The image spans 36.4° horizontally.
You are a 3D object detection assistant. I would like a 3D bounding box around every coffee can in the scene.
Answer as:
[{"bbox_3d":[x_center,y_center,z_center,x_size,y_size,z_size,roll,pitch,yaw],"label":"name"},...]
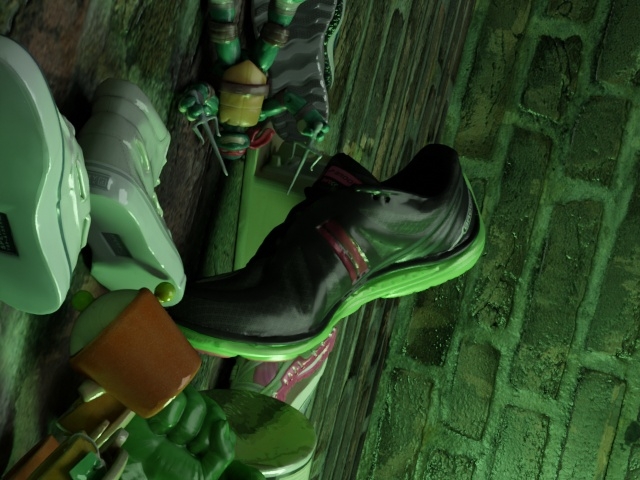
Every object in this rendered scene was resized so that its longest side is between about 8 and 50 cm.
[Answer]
[{"bbox_3d":[-0.124,0.361,1.265,0.201,0.201,0.275,-43,145,-68],"label":"coffee can"}]

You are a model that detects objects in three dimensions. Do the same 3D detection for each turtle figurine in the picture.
[{"bbox_3d":[-0.084,-0.165,1.072,0.175,0.118,0.234,-8,117,-32],"label":"turtle figurine"}]

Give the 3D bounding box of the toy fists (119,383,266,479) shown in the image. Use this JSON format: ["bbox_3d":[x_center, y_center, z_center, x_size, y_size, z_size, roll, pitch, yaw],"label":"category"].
[{"bbox_3d":[-0.131,0.268,1.053,0.142,0.096,0.279,-43,113,-32],"label":"toy fists"}]

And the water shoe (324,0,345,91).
[{"bbox_3d":[-0.010,-0.305,1.381,0.080,0.072,0.203,-95,-170,-49],"label":"water shoe"}]

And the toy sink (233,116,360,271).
[{"bbox_3d":[-0.028,-0.055,1.388,0.153,0.131,0.234,-51,152,-64],"label":"toy sink"}]

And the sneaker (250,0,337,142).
[{"bbox_3d":[-0.044,-0.269,1.236,0.115,0.105,0.281,-110,-160,-54],"label":"sneaker"}]

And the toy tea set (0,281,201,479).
[{"bbox_3d":[-0.234,0.160,0.812,0.200,0.124,0.336,-39,-170,29],"label":"toy tea set"}]

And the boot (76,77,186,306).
[{"bbox_3d":[-0.165,-0.037,0.896,0.258,0.095,0.123,91,10,-64],"label":"boot"}]

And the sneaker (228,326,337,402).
[{"bbox_3d":[-0.091,0.197,1.479,0.252,0.111,0.103,-43,160,-27],"label":"sneaker"}]

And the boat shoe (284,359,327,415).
[{"bbox_3d":[-0.085,0.277,1.580,0.341,0.127,0.158,-61,169,-26],"label":"boat shoe"}]

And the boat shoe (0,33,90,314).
[{"bbox_3d":[-0.214,-0.054,0.694,0.258,0.095,0.084,106,3,-50],"label":"boat shoe"}]

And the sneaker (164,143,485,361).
[{"bbox_3d":[0.000,0.000,1.218,0.482,0.185,0.202,-25,116,-34],"label":"sneaker"}]
